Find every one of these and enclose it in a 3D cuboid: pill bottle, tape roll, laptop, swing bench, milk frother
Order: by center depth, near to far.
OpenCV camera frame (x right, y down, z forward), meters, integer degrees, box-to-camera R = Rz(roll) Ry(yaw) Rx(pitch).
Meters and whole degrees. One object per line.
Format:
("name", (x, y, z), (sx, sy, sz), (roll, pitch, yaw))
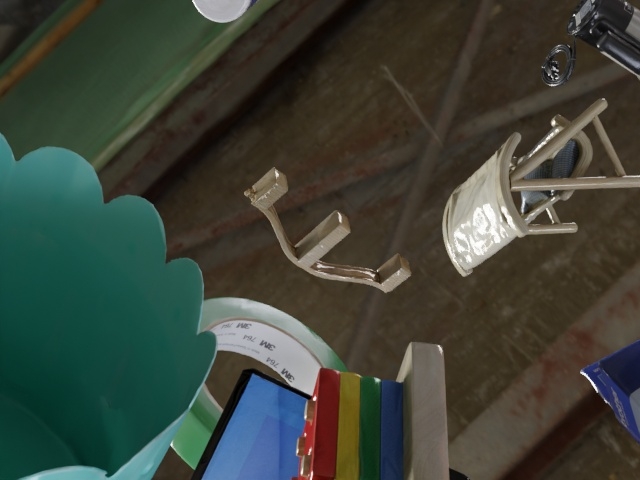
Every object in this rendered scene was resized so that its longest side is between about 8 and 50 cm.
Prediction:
("laptop", (-0.014, 0.297, 1.055), (0.264, 0.137, 0.234), (20, -97, 52))
("milk frother", (0.413, -0.270, 1.425), (0.143, 0.135, 0.129), (-46, -161, 52))
("tape roll", (-0.093, 0.226, 1.447), (0.077, 0.321, 0.321), (-54, -142, 32))
("pill bottle", (-0.132, -0.404, 1.525), (0.094, 0.094, 0.169), (-18, -159, 22))
("swing bench", (0.342, -0.082, 1.621), (0.255, 0.253, 0.165), (-20, -101, -19))

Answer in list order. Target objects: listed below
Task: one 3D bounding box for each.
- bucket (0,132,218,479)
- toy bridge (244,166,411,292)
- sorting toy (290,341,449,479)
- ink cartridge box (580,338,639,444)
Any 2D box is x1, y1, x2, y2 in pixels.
("bucket", (-0.206, 0.076, 0.486), (0.281, 0.281, 0.183), (55, -49, 44))
("toy bridge", (0.000, 0.000, 0.926), (0.063, 0.188, 0.026), (-41, -145, 24))
("sorting toy", (0.016, 0.242, 0.682), (0.090, 0.257, 0.255), (9, -136, -4))
("ink cartridge box", (0.291, 0.097, 0.550), (0.186, 0.065, 0.311), (-28, -153, -2))
